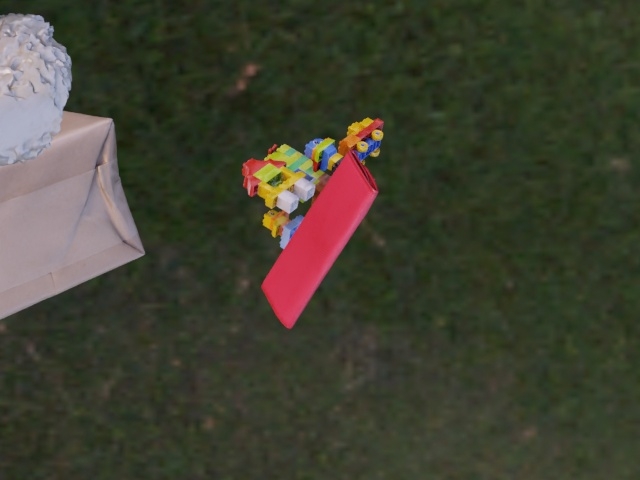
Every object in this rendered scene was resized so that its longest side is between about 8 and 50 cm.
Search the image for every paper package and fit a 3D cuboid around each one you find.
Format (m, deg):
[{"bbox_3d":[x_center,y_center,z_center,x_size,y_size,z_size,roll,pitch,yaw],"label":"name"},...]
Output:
[{"bbox_3d":[-0.410,-0.031,2.066,0.309,0.325,0.168,-26,113,-32],"label":"paper package"}]

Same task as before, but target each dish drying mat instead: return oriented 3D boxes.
[{"bbox_3d":[0.000,0.000,0.852,0.008,0.083,0.032,13,33,-35],"label":"dish drying mat"}]

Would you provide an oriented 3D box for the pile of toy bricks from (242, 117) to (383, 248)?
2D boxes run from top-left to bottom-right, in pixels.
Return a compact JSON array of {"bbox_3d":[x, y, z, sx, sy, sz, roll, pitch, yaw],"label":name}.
[{"bbox_3d":[-0.023,-0.078,2.187,0.212,0.105,0.118,-38,151,-42],"label":"pile of toy bricks"}]

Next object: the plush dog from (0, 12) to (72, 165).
[{"bbox_3d":[-0.326,-0.083,1.196,0.210,0.225,0.262,30,94,-50],"label":"plush dog"}]
